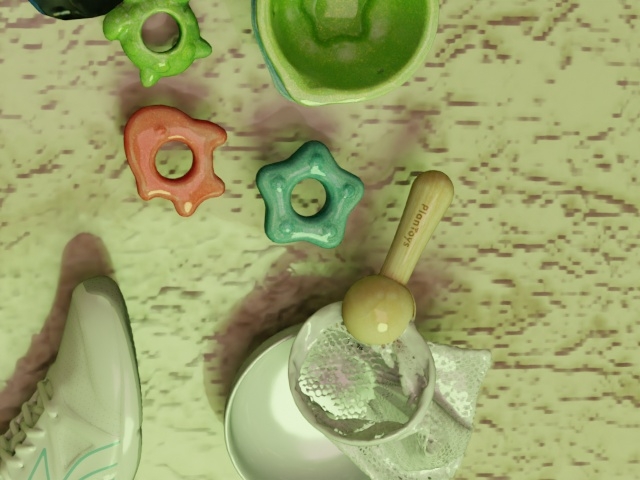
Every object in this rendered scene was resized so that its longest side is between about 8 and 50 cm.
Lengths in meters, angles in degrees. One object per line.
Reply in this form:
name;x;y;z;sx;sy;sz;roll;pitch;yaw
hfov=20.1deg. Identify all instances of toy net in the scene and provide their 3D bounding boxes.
toy net;0.000;0.000;0.678;0.122;0.045;0.232;-16;101;-10

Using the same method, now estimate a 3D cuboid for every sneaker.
sneaker;-0.102;0.086;0.704;0.061;0.053;0.152;4;109;-12

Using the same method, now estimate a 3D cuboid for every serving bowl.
serving bowl;0.000;0.067;0.735;0.083;0.027;0.083;-4;111;-11

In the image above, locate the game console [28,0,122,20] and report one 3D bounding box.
game console;0.004;-0.239;0.551;0.173;0.250;0.293;-1;112;15
